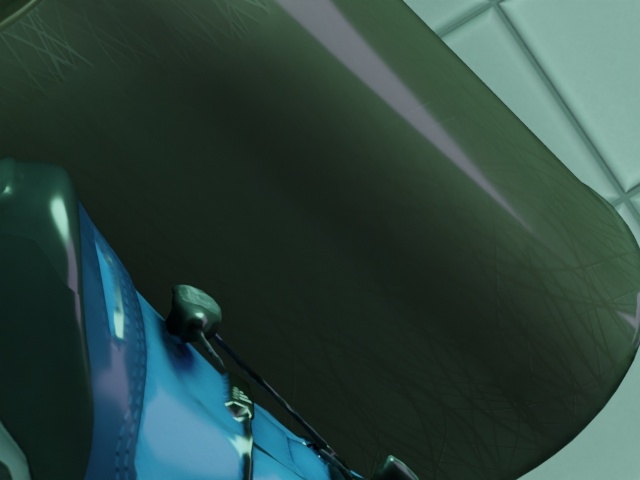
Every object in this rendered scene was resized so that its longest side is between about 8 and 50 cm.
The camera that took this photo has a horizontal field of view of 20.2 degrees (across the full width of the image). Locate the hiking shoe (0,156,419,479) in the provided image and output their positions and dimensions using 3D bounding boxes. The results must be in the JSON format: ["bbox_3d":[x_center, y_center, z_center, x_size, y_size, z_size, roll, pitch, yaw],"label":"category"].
[{"bbox_3d":[0.020,0.094,0.415,0.304,0.132,0.113,58,3,-20],"label":"hiking shoe"}]

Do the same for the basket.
[{"bbox_3d":[-0.033,-0.032,0.566,0.204,0.154,0.227,2,-33,39],"label":"basket"}]
